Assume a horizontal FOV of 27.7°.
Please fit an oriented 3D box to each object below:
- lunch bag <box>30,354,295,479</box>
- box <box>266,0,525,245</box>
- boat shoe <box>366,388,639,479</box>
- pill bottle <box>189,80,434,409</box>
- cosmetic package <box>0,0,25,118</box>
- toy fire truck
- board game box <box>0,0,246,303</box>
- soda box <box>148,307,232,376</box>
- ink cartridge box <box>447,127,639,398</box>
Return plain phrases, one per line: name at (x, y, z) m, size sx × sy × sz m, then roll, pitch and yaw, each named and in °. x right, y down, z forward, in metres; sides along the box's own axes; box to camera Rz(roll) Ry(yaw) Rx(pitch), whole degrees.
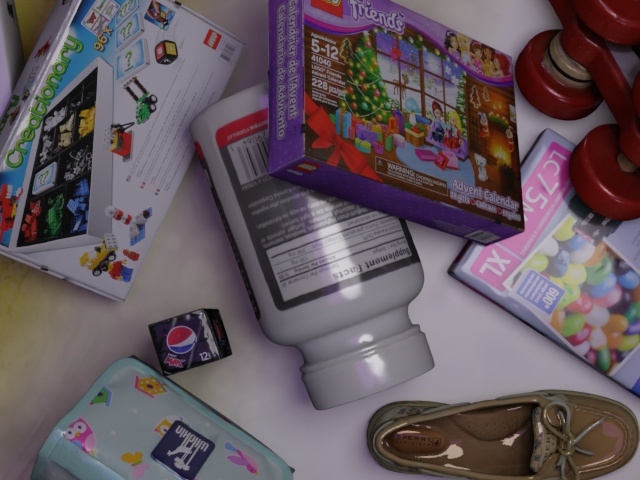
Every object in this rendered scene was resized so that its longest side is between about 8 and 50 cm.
lunch bag at (-0.147, 0.228, 1.254) m, size 0.223 × 0.262 × 0.160 m, roll 35°, pitch 88°, yaw 2°
box at (0.077, -0.126, 1.258) m, size 0.293 × 0.057 × 0.201 m, roll 16°, pitch 63°, yaw -38°
boat shoe at (0.192, 0.210, 1.340) m, size 0.285 × 0.089 × 0.104 m, roll -4°, pitch 87°, yaw 0°
pill bottle at (0.000, 0.000, 1.305) m, size 0.176 × 0.176 × 0.318 m, roll -20°, pitch 88°, yaw -1°
cosmetic package at (-0.348, -0.219, 1.354) m, size 0.060 × 0.099 × 0.239 m, roll -9°, pitch 88°, yaw 0°
toy fire truck at (0.363, -0.171, 1.319) m, size 0.254 × 0.169 × 0.302 m, roll -13°, pitch 66°, yaw -26°
board game box at (-0.222, -0.110, 1.323) m, size 0.193 × 0.053 × 0.305 m, roll 27°, pitch 87°, yaw -35°
soda box at (-0.128, 0.101, 1.305) m, size 0.060 × 0.169 × 0.053 m, roll -17°, pitch 86°, yaw -1°
ink cartridge box at (0.314, 0.042, 1.363) m, size 0.311 × 0.065 × 0.185 m, roll 33°, pitch 89°, yaw 0°
